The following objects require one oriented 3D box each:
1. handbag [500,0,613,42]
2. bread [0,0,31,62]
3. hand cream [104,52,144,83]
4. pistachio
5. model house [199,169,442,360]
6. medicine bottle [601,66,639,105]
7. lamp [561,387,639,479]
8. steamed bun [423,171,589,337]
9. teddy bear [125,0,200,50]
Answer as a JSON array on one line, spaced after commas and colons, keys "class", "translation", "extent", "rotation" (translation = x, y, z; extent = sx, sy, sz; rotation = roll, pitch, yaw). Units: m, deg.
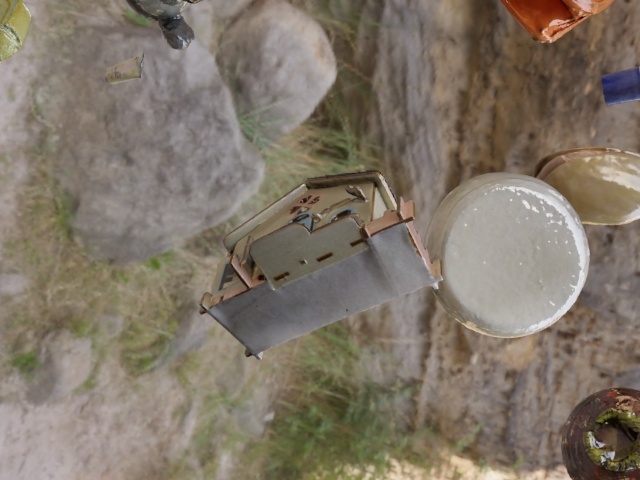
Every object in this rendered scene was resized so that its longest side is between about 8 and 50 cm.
[{"class": "handbag", "translation": [0.365, -0.561, 1.433], "extent": [0.303, 0.410, 0.116], "rotation": [-38, 180, -37]}, {"class": "bread", "translation": [-0.579, -0.382, 1.471], "extent": [0.064, 0.118, 0.156], "rotation": [55, 35, -49]}, {"class": "hand cream", "translation": [-0.450, -0.390, 1.887], "extent": [0.039, 0.143, 0.061], "rotation": [17, 75, -43]}, {"class": "pistachio", "translation": [0.622, -0.120, 1.820], "extent": [0.162, 0.293, 0.181], "rotation": [-72, 169, -55]}, {"class": "model house", "translation": [0.000, 0.000, 1.168], "extent": [0.169, 0.326, 0.244], "rotation": [58, 21, -21]}, {"class": "medicine bottle", "translation": [0.609, -0.284, 1.410], "extent": [0.059, 0.231, 0.059], "rotation": [-9, 90, -66]}, {"class": "lamp", "translation": [0.584, 0.402, 1.581], "extent": [0.247, 0.247, 0.246], "rotation": [16, 90, -82]}, {"class": "steamed bun", "translation": [0.310, 0.022, 1.408], "extent": [0.177, 0.283, 0.282], "rotation": [-148, -106, -83]}, {"class": "teddy bear", "translation": [-0.242, -0.414, 1.335], "extent": [0.251, 0.171, 0.144], "rotation": [-33, 166, 37]}]
